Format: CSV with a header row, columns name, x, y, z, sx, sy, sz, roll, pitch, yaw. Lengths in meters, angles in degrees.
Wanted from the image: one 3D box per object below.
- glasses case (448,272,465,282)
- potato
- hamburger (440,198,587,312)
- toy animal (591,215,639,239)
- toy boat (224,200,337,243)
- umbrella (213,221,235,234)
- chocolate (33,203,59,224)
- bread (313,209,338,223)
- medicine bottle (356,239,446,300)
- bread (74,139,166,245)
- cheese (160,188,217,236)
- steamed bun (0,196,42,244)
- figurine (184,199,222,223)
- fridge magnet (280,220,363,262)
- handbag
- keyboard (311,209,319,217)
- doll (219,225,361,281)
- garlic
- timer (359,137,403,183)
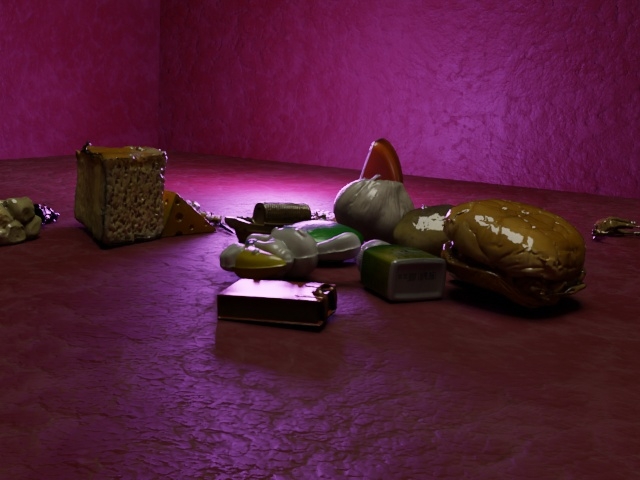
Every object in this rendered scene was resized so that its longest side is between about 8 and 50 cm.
name,x,y,z,sx,sy,sz,roll,pitch,yaw
glasses case,0.378,0.066,1.730,0.204,0.051,0.081,-2,17,-23
potato,0.323,-0.012,1.900,0.296,0.141,0.191,6,14,3
hamburger,0.400,0.018,1.585,0.318,0.158,0.319,11,22,-5
toy animal,0.894,-0.038,2.418,0.275,0.054,0.149,-1,15,-35
toy boat,-0.093,-0.043,1.994,0.310,0.115,0.089,-3,13,-31
umbrella,-0.260,-0.036,2.163,0.022,0.022,0.148,-47,31,-16
chocolate,-0.746,-0.073,2.105,0.072,0.070,0.147,30,9,-8
bread,0.055,-0.052,2.242,0.135,0.054,0.154,-1,17,-14
medicine bottle,0.153,0.059,1.608,0.132,0.088,0.188,-2,13,-25
bread,-0.565,-0.128,1.975,0.315,0.249,0.279,3,9,19
cheese,-0.366,-0.054,2.111,0.093,0.126,0.171,16,-4,45
steamed bun,-0.774,-0.058,1.895,0.177,0.106,0.192,12,12,31
figurine,-0.354,-0.077,2.245,0.143,0.068,0.101,11,9,-31
fridge magnet,0.000,0.000,1.868,0.207,0.088,0.208,2,11,0
handbag,-0.071,0.108,1.379,0.190,0.063,0.127,2,10,14
keyboard,-0.082,-0.059,2.315,0.106,0.027,0.317,13,15,38
doll,-0.078,0.025,1.643,0.237,0.111,0.252,-11,7,-43
garlic,0.150,-0.065,2.050,0.229,0.178,0.143,17,24,-11
timer,0.187,-0.201,2.530,0.161,0.250,0.257,5,11,9
